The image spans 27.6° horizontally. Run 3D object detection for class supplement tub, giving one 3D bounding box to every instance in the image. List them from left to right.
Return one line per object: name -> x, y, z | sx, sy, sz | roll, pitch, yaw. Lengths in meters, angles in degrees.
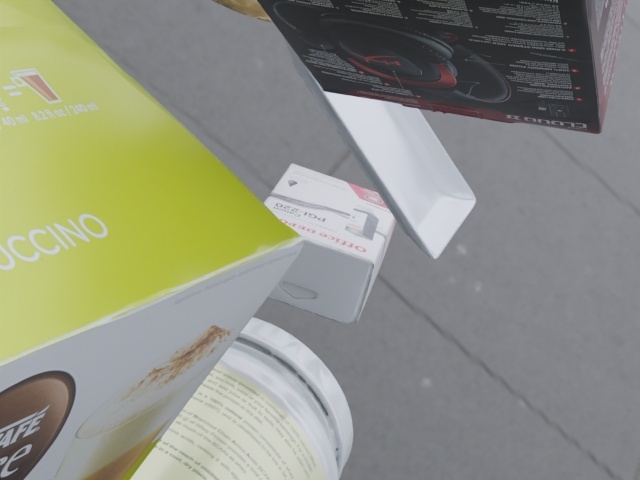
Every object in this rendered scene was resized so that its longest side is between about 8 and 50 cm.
supplement tub -> -0.127, 0.226, 1.063 | 0.235, 0.235, 0.325 | 41, 39, 0

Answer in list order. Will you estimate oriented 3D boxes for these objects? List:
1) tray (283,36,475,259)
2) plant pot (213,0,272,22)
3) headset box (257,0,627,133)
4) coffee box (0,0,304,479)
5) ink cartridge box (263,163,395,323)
tray -> 0.057, -0.116, 1.321 | 0.270, 0.030, 0.145 | 56, 36, -10
plant pot -> -0.130, -0.368, 1.763 | 0.236, 0.032, 0.236 | 26, 23, -12
headset box -> 0.086, -0.167, 0.867 | 0.218, 0.293, 0.110 | 10, 81, 17
coffee box -> -0.281, 0.035, 0.702 | 0.338, 0.334, 0.337 | 43, 25, 12
ink cartridge box -> 0.000, 0.000, 1.605 | 0.158, 0.092, 0.218 | 19, 26, 4
